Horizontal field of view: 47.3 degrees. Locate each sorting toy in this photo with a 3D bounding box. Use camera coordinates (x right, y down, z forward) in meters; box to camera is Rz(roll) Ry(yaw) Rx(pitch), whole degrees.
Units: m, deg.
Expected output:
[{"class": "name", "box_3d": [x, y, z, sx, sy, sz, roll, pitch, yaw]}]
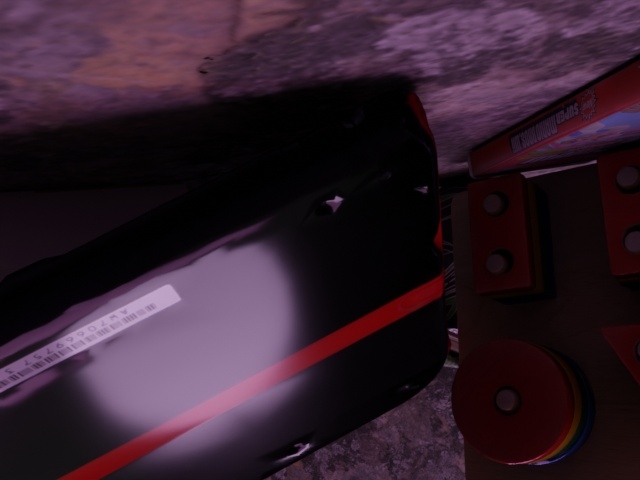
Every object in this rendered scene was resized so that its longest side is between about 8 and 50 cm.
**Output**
[{"class": "sorting toy", "box_3d": [0.208, 0.056, 0.529, 0.257, 0.255, 0.089, -11, 161, 34]}]

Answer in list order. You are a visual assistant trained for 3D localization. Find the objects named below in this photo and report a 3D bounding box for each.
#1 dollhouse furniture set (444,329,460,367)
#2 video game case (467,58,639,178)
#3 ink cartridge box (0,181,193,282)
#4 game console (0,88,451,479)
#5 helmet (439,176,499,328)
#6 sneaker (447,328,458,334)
[{"class": "dollhouse furniture set", "box_3d": [-0.011, 0.118, 0.716, 0.301, 0.151, 0.197, 24, 168, -34]}, {"class": "video game case", "box_3d": [0.238, -0.085, 0.467, 0.204, 0.025, 0.285, -8, 177, -9]}, {"class": "ink cartridge box", "box_3d": [-0.227, 0.114, 0.551, 0.207, 0.119, 0.353, -7, 149, -37]}, {"class": "game console", "box_3d": [-0.095, 0.095, 0.453, 0.386, 0.060, 0.342, -28, 148, -4]}, {"class": "helmet", "box_3d": [0.159, 0.014, 0.777, 0.169, 0.169, 0.161, -9, -178, -1]}, {"class": "sneaker", "box_3d": [0.225, 0.057, 1.068, 0.139, 0.125, 0.341, -20, 141, 12]}]
